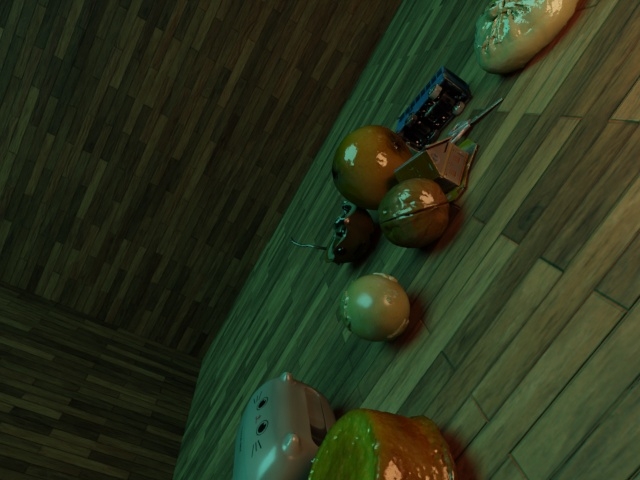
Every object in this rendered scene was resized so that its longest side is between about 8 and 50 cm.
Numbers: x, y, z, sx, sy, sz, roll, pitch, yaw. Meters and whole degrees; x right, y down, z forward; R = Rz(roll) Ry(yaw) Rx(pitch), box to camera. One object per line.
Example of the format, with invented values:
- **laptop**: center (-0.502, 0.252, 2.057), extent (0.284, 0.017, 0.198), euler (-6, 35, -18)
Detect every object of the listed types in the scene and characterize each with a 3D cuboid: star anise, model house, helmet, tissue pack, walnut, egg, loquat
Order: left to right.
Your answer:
- **tissue pack**: center (-0.069, 0.477, 0.963), extent (0.236, 0.229, 0.333), euler (-60, 16, 13)
- **star anise**: center (0.000, 0.000, 1.604), extent (0.218, 0.227, 0.148), euler (135, 153, -79)
- **helmet**: center (0.106, -0.014, 1.410), extent (0.198, 0.129, 0.225), euler (-83, 13, -63)
- **egg**: center (0.126, 0.158, 0.982), extent (0.164, 0.164, 0.201), euler (-66, 8, -11)
- **loquat**: center (0.168, -0.225, 1.302), extent (0.263, 0.263, 0.263), euler (-56, 17, 26)
- **walnut**: center (0.227, -0.065, 1.026), extent (0.168, 0.167, 0.207), euler (-67, 11, -14)
- **model house**: center (0.280, -0.195, 1.114), extent (0.219, 0.135, 0.208), euler (-27, 39, 65)

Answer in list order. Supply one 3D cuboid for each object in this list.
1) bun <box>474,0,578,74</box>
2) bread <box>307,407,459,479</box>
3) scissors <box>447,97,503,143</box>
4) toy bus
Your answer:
- **bun**: center (0.488, -0.562, 1.026), extent (0.287, 0.146, 0.287), euler (-53, 19, 27)
- **bread**: center (0.085, 0.419, 0.657), extent (0.312, 0.172, 0.312), euler (-58, 13, 22)
- **scissors**: center (0.409, -0.321, 1.123), extent (0.189, 0.015, 0.100), euler (-35, 21, 50)
- **toy bus**: center (0.344, -0.405, 1.309), extent (0.234, 0.116, 0.134), euler (-48, 21, 40)
